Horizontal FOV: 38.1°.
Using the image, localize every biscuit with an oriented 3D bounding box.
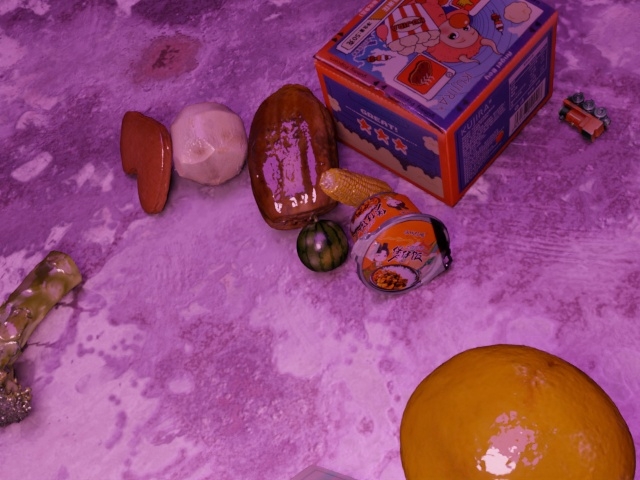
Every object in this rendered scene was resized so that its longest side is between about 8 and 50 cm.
[{"bbox_3d":[-0.363,-0.159,1.886,0.036,0.186,0.192,-4,23,-38],"label":"biscuit"}]

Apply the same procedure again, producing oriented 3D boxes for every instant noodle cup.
[{"bbox_3d":[0.129,-0.009,1.675,0.177,0.208,0.125,-47,41,18],"label":"instant noodle cup"}]

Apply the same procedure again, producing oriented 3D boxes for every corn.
[{"bbox_3d":[0.073,-0.091,1.718,0.067,0.206,0.067,-8,76,34],"label":"corn"}]

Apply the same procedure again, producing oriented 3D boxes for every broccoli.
[{"bbox_3d":[-0.571,0.175,1.696,0.361,0.221,0.252,-43,25,-15],"label":"broccoli"}]

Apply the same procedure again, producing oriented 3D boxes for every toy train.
[{"bbox_3d":[0.511,-0.243,1.808,0.064,0.044,0.103,-46,61,-5],"label":"toy train"}]

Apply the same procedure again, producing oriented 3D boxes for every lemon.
[{"bbox_3d":[0.279,0.312,1.351,0.348,0.348,0.348,-5,58,8],"label":"lemon"}]

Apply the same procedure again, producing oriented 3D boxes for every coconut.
[{"bbox_3d":[-0.222,-0.183,1.853,0.161,0.161,0.162,-7,77,7],"label":"coconut"}]

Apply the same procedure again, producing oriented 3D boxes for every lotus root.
[{"bbox_3d":[-0.053,-0.160,1.790,0.193,0.193,0.291,-8,68,6],"label":"lotus root"}]

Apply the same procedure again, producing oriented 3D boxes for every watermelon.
[{"bbox_3d":[0.002,0.005,1.722,0.109,0.109,0.109,-5,58,8],"label":"watermelon"}]

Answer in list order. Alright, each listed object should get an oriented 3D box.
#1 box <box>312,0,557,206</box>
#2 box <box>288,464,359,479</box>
[{"bbox_3d":[0.226,-0.317,1.783,0.319,0.257,0.348,35,71,26],"label":"box"},{"bbox_3d":[-0.028,0.433,1.381,0.135,0.079,0.269,13,18,30],"label":"box"}]
